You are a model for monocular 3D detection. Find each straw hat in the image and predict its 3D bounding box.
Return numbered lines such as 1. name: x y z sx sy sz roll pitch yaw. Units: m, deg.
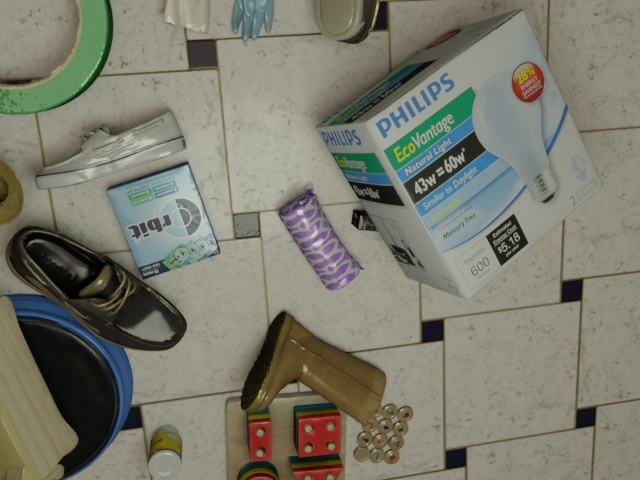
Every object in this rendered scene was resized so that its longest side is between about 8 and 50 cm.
1. straw hat: -0.576 -0.096 1.128 0.145 0.061 0.144 3 111 8

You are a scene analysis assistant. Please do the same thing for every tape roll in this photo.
1. tape roll: -0.515 -0.374 1.061 0.322 0.077 0.321 -2 104 -10

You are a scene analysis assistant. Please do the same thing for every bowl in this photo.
1. bowl: -0.565 0.298 1.224 0.391 0.077 0.390 -3 104 -11

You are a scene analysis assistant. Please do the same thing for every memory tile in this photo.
1. memory tile: 0.140 0.433 1.427 0.113 0.012 0.148 12 102 -13

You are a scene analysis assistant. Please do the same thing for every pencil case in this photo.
1. pencil case: 0.000 0.000 1.255 0.088 0.086 0.206 -40 111 -24

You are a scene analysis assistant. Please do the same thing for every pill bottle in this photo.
1. pill bottle: -0.311 0.422 1.283 0.065 0.116 0.065 -3 104 -10

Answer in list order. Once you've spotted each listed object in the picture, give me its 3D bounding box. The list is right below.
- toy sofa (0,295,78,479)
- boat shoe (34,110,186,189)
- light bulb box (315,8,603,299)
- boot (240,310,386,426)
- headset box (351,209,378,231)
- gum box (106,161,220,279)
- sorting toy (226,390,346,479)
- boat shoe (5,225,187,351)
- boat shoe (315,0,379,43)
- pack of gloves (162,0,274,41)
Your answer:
1. toy sofa: -0.593 0.286 1.115 0.150 0.177 0.362 -12 108 18
2. boat shoe: -0.379 -0.163 1.133 0.268 0.096 0.088 -18 103 -7
3. light bulb box: 0.251 -0.155 1.155 0.358 0.225 0.361 -38 109 -13
4. boot: -0.003 0.293 1.270 0.270 0.089 0.236 36 51 -16
5. headset box: 0.110 -0.038 1.274 0.083 0.062 0.032 5 103 -13
6. gum box: -0.294 -0.037 1.207 0.157 0.041 0.184 -19 108 -6
7. sorting toy: -0.066 0.460 1.354 0.257 0.089 0.255 -2 105 -11
8. boat shoe: -0.403 0.096 1.151 0.355 0.130 0.132 31 71 -15
9. boat shoe: 0.059 -0.516 1.125 0.117 0.097 0.324 9 102 29
10. pack of gloves: -0.164 -0.480 1.129 0.195 0.046 0.232 8 106 -24
